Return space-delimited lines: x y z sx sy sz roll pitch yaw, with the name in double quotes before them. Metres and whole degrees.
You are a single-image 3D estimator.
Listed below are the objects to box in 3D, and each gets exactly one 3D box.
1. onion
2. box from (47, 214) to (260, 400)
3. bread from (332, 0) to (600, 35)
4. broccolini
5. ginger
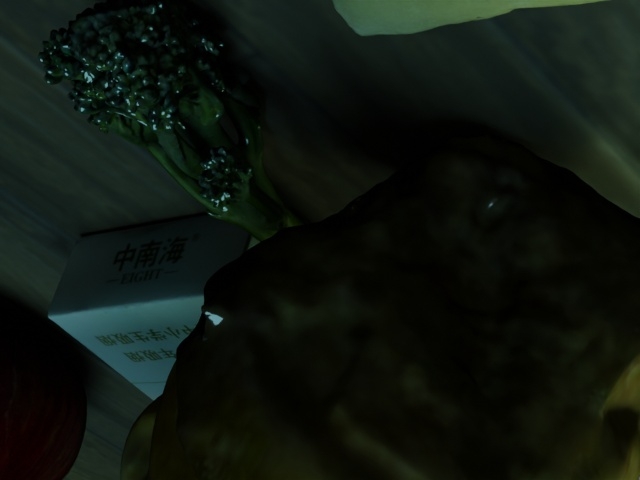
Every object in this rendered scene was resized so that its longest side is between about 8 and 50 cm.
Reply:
"onion" -0.297 0.148 0.984 0.248 0.161 0.248 7 141 5
"box" -0.041 0.080 0.861 0.155 0.067 0.243 -6 142 34
"bread" 0.068 -0.141 0.474 0.178 0.060 0.139 -4 142 29
"broccolini" -0.004 0.004 0.720 0.079 0.074 0.392 -25 135 24
"ginger" 0.043 0.102 0.651 0.200 0.269 0.223 47 143 24
